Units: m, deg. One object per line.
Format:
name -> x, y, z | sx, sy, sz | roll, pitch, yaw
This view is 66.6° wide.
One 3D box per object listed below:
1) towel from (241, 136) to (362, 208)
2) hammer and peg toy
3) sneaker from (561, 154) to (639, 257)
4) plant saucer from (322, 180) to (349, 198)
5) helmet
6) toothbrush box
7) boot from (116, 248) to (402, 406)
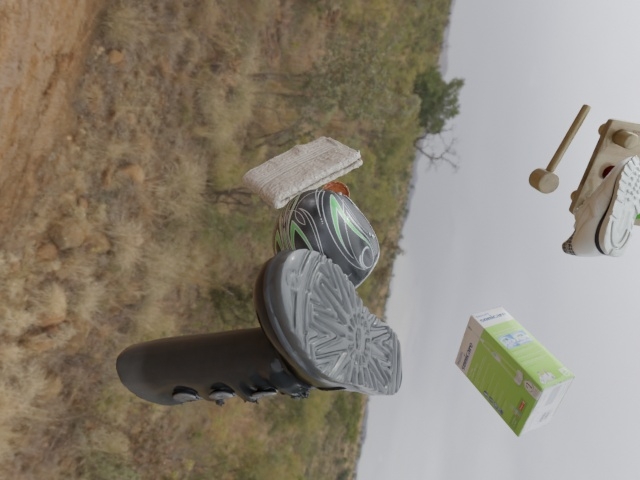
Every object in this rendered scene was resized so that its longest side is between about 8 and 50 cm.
towel -> -0.047, -0.187, 1.272 | 0.282, 0.187, 0.049 | -31, 129, -19
hammer and peg toy -> 0.738, -0.174, 1.211 | 0.127, 0.362, 0.265 | -89, -170, -63
sneaker -> 0.529, -0.067, 0.903 | 0.235, 0.090, 0.095 | -51, -163, -22
plant saucer -> 0.042, -0.131, 1.416 | 0.013, 0.084, 0.083 | 82, 20, -80
helmet -> 0.000, 0.000, 0.801 | 0.161, 0.170, 0.169 | 49, 31, -17
toothbrush box -> 0.530, 0.360, 1.370 | 0.283, 0.122, 0.206 | 51, -35, 47
boot -> -0.144, 0.164, 0.763 | 0.367, 0.446, 0.146 | 50, 41, -45
